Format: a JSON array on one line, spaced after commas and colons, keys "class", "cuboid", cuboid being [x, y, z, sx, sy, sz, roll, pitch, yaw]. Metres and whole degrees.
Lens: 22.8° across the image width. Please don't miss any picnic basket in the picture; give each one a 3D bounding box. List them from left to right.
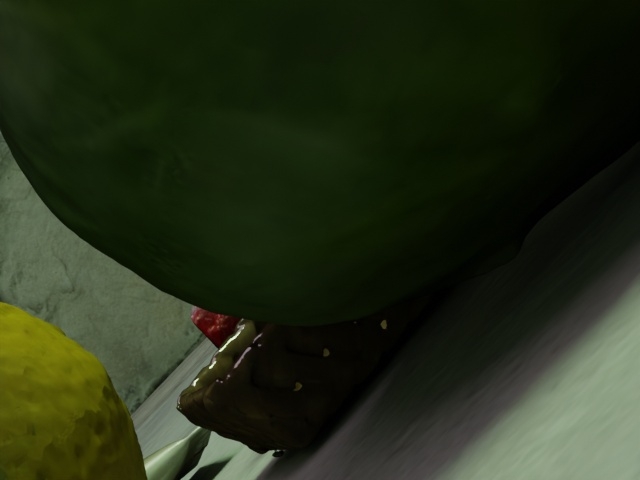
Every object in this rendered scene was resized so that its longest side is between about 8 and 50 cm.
[{"class": "picnic basket", "cuboid": [0.021, 0.016, 0.695, 0.193, 0.055, 0.110, -47, 5, -17]}]

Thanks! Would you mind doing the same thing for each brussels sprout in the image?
[{"class": "brussels sprout", "cuboid": [0.035, -0.152, 0.548, 0.371, 0.276, 0.315, -43, -38, -18]}]

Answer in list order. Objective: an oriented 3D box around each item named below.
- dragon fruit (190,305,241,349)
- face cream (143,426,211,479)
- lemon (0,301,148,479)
[{"class": "dragon fruit", "cuboid": [0.000, 0.000, 0.798, 0.096, 0.102, 0.147, -60, 5, 32]}, {"class": "face cream", "cuboid": [-0.189, 0.222, 0.883, 0.341, 0.084, 0.137, -40, -10, -20]}, {"class": "lemon", "cuboid": [-0.185, 0.131, 0.702, 0.260, 0.204, 0.204, -52, 5, -38]}]
